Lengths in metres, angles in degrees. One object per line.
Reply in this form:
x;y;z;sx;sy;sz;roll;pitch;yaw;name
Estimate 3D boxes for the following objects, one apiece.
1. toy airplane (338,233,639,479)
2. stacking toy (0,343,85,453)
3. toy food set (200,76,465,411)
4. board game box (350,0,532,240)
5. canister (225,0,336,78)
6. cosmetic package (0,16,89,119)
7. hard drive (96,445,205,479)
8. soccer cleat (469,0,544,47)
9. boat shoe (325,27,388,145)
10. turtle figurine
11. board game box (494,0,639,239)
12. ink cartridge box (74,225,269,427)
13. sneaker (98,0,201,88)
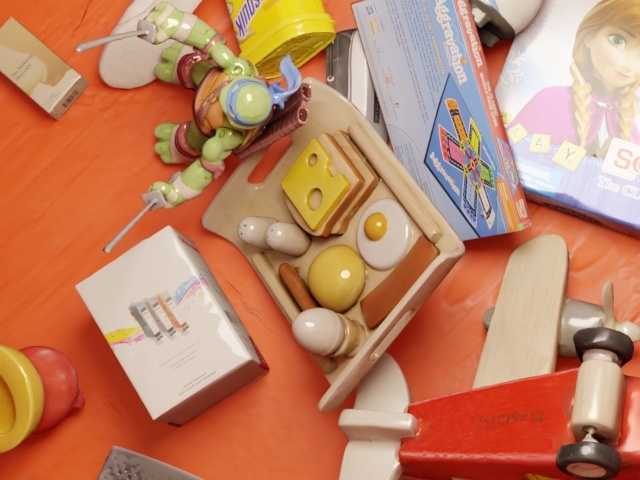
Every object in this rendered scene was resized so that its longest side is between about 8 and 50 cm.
0.208;0.223;1.795;0.386;0.272;0.384;-48;40;8;toy airplane
-0.431;0.142;1.980;0.279;0.130;0.309;-45;74;26;stacking toy
0.000;0.000;1.834;0.219;0.092;0.306;-53;49;22;toy food set
0.128;-0.137;1.877;0.145;0.027;0.281;-10;98;46;board game box
-0.058;-0.283;1.962;0.073;0.126;0.170;-7;73;-38;canister
-0.331;-0.199;2.025;0.115;0.041;0.060;39;89;12;cosmetic package
-0.144;0.347;1.906;0.255;0.054;0.172;24;86;11;hard drive
0.117;-0.342;1.936;0.331;0.116;0.143;35;83;22;soccer cleat
0.026;-0.127;1.949;0.076;0.080;0.228;1;85;29;boat shoe
-0.165;-0.143;1.855;0.275;0.266;0.197;-31;98;-7;turtle figurine
0.360;-0.165;1.906;0.319;0.066;0.318;19;84;11;board game box
-0.160;0.095;1.910;0.127;0.128;0.176;-32;77;3;ink cartridge box
-0.185;-0.271;2.005;0.212;0.080;0.094;-52;33;17;sneaker
